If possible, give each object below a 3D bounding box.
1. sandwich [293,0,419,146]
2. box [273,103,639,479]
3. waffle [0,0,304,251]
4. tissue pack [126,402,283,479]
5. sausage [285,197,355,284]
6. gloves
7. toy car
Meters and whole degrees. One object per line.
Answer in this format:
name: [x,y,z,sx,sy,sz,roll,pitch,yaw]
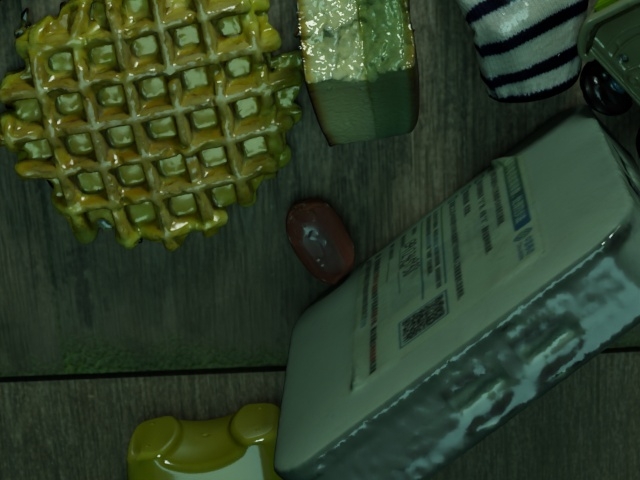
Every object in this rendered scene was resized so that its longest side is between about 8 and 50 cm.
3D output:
sandwich: [0.037,-0.172,1.539,0.108,0.186,0.220,-5,112,5]
box: [0.139,0.059,1.517,0.396,0.396,0.111,-38,105,15]
waffle: [-0.168,-0.136,1.621,0.329,0.062,0.329,0,112,1]
tissue pack: [-0.113,0.253,1.739,0.178,0.123,0.127,-8,111,3]
sausage: [0.000,0.000,1.676,0.059,0.054,0.094,-26,110,10]
gloves: [0.188,-0.251,1.540,0.140,0.131,0.218,-11,120,2]
toy car: [0.381,-0.188,1.537,0.248,0.198,0.204,44,148,-16]
